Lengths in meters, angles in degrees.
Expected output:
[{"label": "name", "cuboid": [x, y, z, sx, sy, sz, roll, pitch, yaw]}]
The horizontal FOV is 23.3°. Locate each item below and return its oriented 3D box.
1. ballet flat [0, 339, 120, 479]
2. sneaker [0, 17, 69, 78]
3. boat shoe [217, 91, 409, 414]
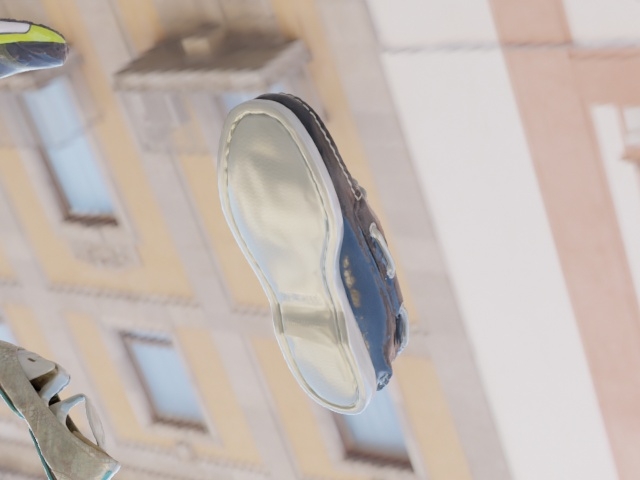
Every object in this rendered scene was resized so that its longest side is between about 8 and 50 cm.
[{"label": "ballet flat", "cuboid": [-0.194, 0.121, 1.132, 0.052, 0.057, 0.168, -41, -123, 3]}, {"label": "sneaker", "cuboid": [-0.354, -0.116, 1.326, 0.300, 0.121, 0.111, -20, -164, -21]}, {"label": "boat shoe", "cuboid": [0.000, 0.000, 1.245, 0.114, 0.302, 0.091, 15, -135, 31]}]
